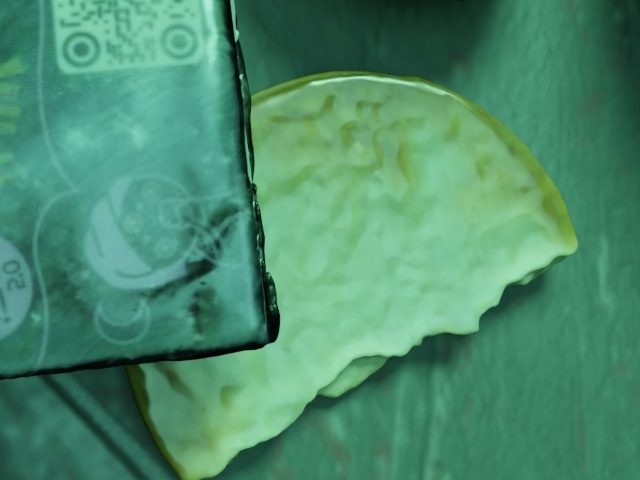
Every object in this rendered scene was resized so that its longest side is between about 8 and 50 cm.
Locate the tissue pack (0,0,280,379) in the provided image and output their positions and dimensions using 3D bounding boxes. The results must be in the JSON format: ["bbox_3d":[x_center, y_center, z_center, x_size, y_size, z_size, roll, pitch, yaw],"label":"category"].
[{"bbox_3d":[-0.213,-0.047,0.660,0.361,0.122,0.259,-8,87,-4],"label":"tissue pack"}]

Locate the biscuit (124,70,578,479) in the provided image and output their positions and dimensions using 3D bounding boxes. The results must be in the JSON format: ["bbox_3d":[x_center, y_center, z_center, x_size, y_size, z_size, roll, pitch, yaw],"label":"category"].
[{"bbox_3d":[0.000,0.000,0.768,0.309,0.040,0.205,-30,96,-12],"label":"biscuit"}]
